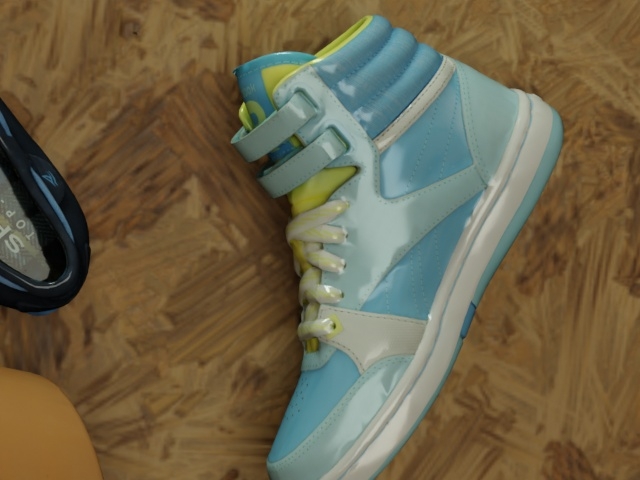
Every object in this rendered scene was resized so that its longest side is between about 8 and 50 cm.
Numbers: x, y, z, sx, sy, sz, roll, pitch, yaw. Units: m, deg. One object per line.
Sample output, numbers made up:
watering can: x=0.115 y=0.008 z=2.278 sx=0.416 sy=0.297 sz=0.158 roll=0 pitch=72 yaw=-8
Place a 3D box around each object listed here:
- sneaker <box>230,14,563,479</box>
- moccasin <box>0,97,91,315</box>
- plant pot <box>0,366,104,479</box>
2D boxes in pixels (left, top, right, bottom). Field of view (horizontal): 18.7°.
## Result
sneaker: x=0.000 y=0.000 z=1.245 sx=0.208 sy=0.127 sz=0.319 roll=33 pitch=72 yaw=-16
moccasin: x=-0.255 y=-0.098 z=1.171 sx=0.342 sy=0.117 sz=0.137 roll=42 pitch=80 yaw=-12
plant pot: x=-0.249 y=0.179 z=1.107 sx=0.203 sy=0.291 sz=0.290 roll=-3 pitch=91 yaw=-32
